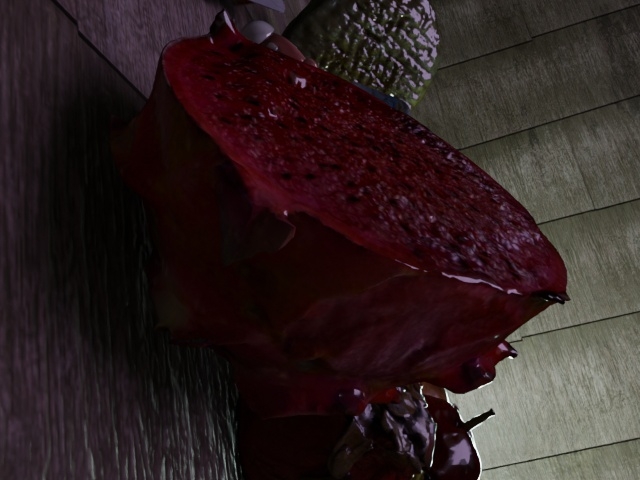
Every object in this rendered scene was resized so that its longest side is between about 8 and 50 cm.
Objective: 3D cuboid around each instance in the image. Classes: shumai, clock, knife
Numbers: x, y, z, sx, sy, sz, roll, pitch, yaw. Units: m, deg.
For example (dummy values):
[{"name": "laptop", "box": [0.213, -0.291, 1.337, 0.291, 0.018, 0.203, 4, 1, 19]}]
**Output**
[{"name": "shumai", "box": [0.044, -0.411, 1.363, 0.324, 0.397, 0.323, 46, 1, -31]}, {"name": "clock", "box": [-0.076, -0.283, 1.038, 0.162, 0.093, 0.166, 48, -7, 23]}, {"name": "knife", "box": [-0.120, -0.416, 0.988, 0.244, 0.032, 0.058, -28, 116, -60]}]

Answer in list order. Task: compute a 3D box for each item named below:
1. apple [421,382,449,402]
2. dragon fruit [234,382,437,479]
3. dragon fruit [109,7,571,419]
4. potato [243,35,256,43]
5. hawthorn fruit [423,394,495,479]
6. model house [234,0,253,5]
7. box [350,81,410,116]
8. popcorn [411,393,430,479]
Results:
[{"name": "apple", "box": [0.177, 0.364, 1.257, 0.174, 0.188, 0.188, -85, 158, -50]}, {"name": "dragon fruit", "box": [0.041, 0.180, 0.602, 0.223, 0.148, 0.218, -14, 81, -38]}, {"name": "dragon fruit", "box": [0.000, 0.000, 0.520, 0.371, 0.249, 0.386, 37, 27, 15]}, {"name": "potato", "box": [-0.077, -0.144, 0.770, 0.161, 0.128, 0.235, -59, 139, -71]}, {"name": "hawthorn fruit", "box": [0.183, 0.363, 1.031, 0.210, 0.266, 0.230, 57, 3, -28]}, {"name": "model house", "box": [-0.147, -0.545, 1.053, 0.207, 0.154, 0.294, 43, -6, 27]}, {"name": "box", "box": [0.108, -0.158, 1.091, 0.044, 0.142, 0.285, -43, -141, 52]}, {"name": "popcorn", "box": [0.058, 0.247, 0.810, 0.189, 0.169, 0.218, -53, 133, -76]}]
